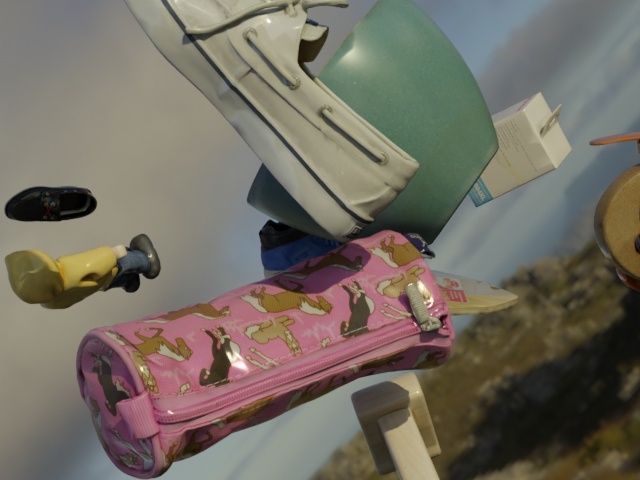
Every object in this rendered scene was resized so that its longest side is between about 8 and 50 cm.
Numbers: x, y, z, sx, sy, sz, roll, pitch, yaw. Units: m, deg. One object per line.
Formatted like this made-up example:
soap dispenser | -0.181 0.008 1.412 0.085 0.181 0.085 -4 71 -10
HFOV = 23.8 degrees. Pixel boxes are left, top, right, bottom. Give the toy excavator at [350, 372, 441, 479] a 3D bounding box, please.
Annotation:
toy excavator | 0.168 0.411 1.640 0.222 0.445 0.433 -18 24 -1

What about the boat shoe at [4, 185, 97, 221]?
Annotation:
boat shoe | -0.382 -0.051 2.158 0.133 0.042 0.049 -9 -66 -32

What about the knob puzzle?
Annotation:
knob puzzle | 0.142 0.071 1.843 0.213 0.213 0.030 -33 -49 -72

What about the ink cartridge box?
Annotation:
ink cartridge box | 0.251 -0.122 1.973 0.143 0.090 0.092 -26 9 29

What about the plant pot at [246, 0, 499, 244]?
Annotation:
plant pot | 0.080 -0.103 1.688 0.290 0.195 0.290 -54 -4 -5

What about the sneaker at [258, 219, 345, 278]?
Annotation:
sneaker | 0.000 0.000 1.831 0.152 0.084 0.058 -6 20 13

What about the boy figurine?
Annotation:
boy figurine | -0.396 0.056 2.449 0.177 0.092 0.285 -33 -17 37

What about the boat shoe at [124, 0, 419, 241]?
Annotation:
boat shoe | -0.040 -0.181 1.422 0.156 0.367 0.136 -41 1 12

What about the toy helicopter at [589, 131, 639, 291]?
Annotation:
toy helicopter | 0.515 -0.092 2.023 0.355 0.235 0.140 -34 13 -6

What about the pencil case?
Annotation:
pencil case | -0.051 0.109 1.510 0.386 0.160 0.167 -18 -24 -30
